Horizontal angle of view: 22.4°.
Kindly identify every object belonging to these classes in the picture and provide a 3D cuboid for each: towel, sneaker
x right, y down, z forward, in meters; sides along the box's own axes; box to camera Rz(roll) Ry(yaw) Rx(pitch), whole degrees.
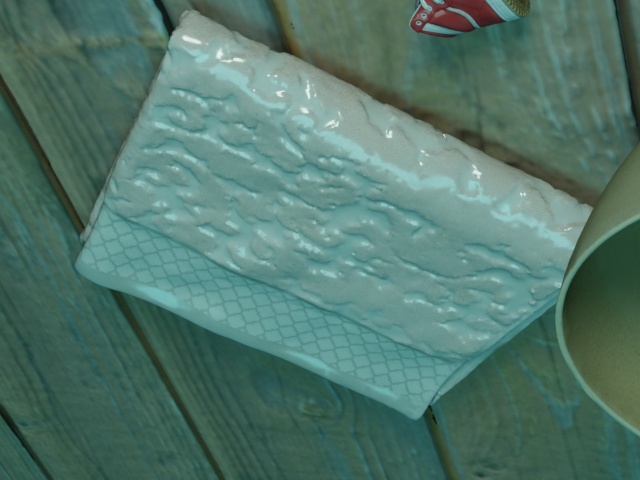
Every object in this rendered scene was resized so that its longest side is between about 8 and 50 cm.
[{"bbox_3d":[0.000,0.000,1.200,0.332,0.053,0.317,25,144,-9],"label":"towel"},{"bbox_3d":[0.067,-0.165,0.961,0.067,0.042,0.118,-17,133,35],"label":"sneaker"}]

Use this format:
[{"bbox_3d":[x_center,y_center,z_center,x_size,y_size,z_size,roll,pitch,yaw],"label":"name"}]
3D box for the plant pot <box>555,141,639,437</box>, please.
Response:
[{"bbox_3d":[0.293,-0.006,0.937,0.284,0.191,0.284,12,143,9],"label":"plant pot"}]
